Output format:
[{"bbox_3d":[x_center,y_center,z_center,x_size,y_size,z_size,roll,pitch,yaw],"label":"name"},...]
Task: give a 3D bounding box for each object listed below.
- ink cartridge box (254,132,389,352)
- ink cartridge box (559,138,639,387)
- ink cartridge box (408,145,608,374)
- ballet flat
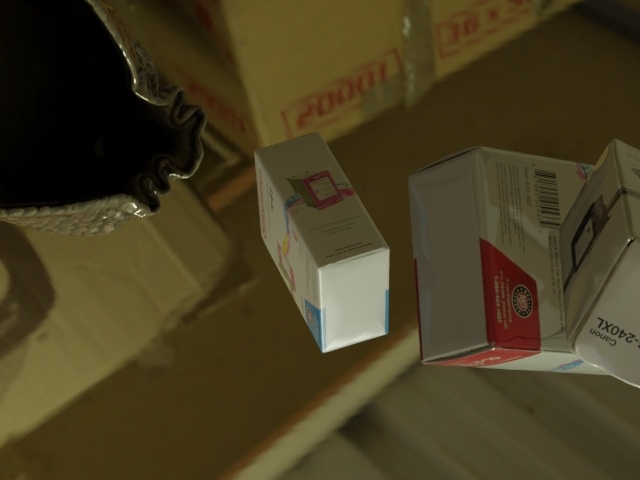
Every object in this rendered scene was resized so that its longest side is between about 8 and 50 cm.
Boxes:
[{"bbox_3d":[0.000,0.000,1.088,0.052,0.088,0.122,-16,-132,-13],"label":"ink cartridge box"},{"bbox_3d":[0.174,0.021,0.756,0.109,0.063,0.150,26,-159,-3],"label":"ink cartridge box"},{"bbox_3d":[0.149,0.019,1.035,0.072,0.175,0.127,-22,-113,52],"label":"ink cartridge box"},{"bbox_3d":[-0.072,-0.035,0.356,0.058,0.250,0.084,19,-93,8],"label":"ballet flat"}]
